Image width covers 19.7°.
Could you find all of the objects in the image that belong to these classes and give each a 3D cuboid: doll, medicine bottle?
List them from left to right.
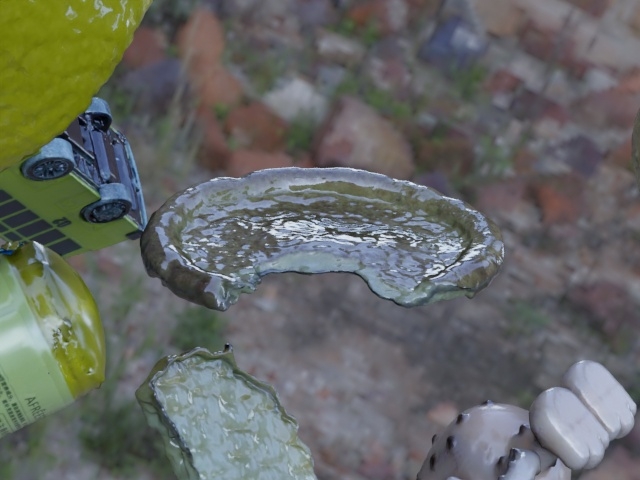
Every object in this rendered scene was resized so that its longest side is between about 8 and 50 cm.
[{"bbox_3d":[-0.260,0.091,1.233,0.239,0.124,0.124,-27,46,-8],"label":"medicine bottle"},{"bbox_3d":[0.082,0.180,1.143,0.119,0.278,0.154,48,44,9],"label":"doll"}]

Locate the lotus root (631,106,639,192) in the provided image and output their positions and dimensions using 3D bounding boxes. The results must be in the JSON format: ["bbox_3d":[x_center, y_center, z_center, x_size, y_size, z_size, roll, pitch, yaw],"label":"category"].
[{"bbox_3d":[0.357,0.007,1.433,0.151,0.169,0.343,-7,62,-35],"label":"lotus root"}]

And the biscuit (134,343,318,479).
[{"bbox_3d":[-0.058,0.212,1.587,0.187,0.036,0.274,-29,96,-59],"label":"biscuit"}]

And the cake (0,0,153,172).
[{"bbox_3d":[-0.163,-0.149,0.788,0.179,0.261,0.156,1,-21,39],"label":"cake"}]

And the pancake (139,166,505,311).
[{"bbox_3d":[0.000,0.000,1.507,0.288,0.033,0.286,18,28,31],"label":"pancake"}]

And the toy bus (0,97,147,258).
[{"bbox_3d":[-0.277,-0.077,1.757,0.262,0.150,0.128,45,27,-63],"label":"toy bus"}]
